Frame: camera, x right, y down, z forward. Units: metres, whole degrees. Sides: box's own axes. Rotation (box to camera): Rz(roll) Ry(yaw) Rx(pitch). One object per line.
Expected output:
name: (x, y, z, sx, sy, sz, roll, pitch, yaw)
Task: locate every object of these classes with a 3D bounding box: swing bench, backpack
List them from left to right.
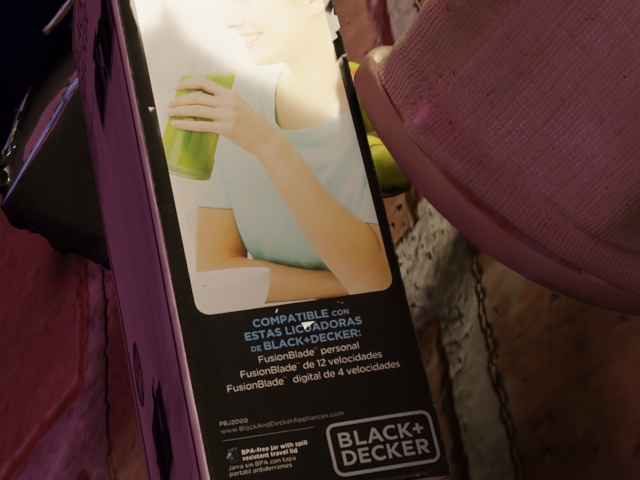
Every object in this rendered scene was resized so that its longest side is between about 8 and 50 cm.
backpack: (-0.111, -0.074, 1.103, 0.158, 0.117, 0.173, -56, 11, 9)
swing bench: (0.122, -0.139, 0.634, 0.253, 0.165, 0.255, 129, 149, -58)

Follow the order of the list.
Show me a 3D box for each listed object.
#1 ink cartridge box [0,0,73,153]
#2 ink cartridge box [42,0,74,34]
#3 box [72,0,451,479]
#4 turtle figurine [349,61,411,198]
ink cartridge box: (-0.183, -0.197, 1.220, 0.324, 0.071, 0.330, 101, 168, -58)
ink cartridge box: (-0.050, -0.285, 1.054, 0.371, 0.069, 0.176, -52, 9, 12)
box: (-0.035, -0.006, 0.762, 0.169, 0.087, 0.290, 107, 153, -63)
turtle figurine: (0.000, 0.000, 0.899, 0.269, 0.087, 0.217, -8, 66, 58)
